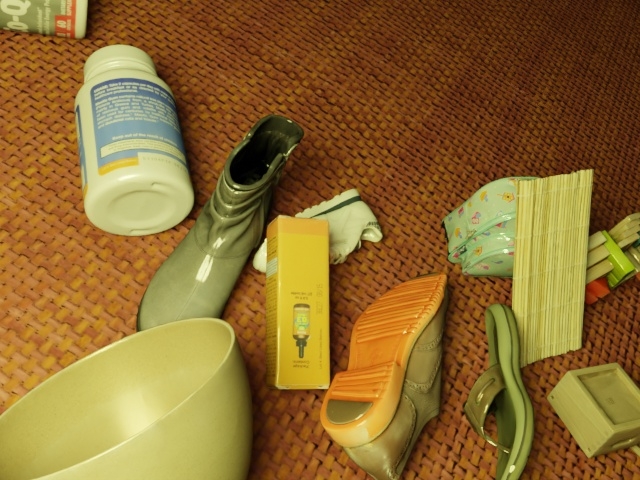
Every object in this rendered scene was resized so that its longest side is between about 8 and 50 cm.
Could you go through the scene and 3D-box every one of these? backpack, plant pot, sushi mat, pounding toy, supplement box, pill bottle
[{"bbox_3d":[0.313,-0.020,1.099,0.166,0.188,0.144,5,55,-20],"label":"backpack"},{"bbox_3d":[-0.186,0.235,0.699,0.284,0.284,0.190,-34,110,-36],"label":"plant pot"},{"bbox_3d":[0.365,0.048,1.035,0.152,0.316,0.019,-12,20,-25],"label":"sushi mat"},{"bbox_3d":[0.449,0.275,1.020,0.141,0.100,0.130,-3,44,-26],"label":"pounding toy"},{"bbox_3d":[-0.033,0.087,0.909,0.078,0.080,0.233,5,75,-19],"label":"supplement box"},{"bbox_3d":[-0.282,-0.156,0.977,0.152,0.152,0.271,-2,58,-23],"label":"pill bottle"},{"bbox_3d":[-0.527,-0.425,1.060,0.283,0.161,0.161,1,57,-21],"label":"pill bottle"}]

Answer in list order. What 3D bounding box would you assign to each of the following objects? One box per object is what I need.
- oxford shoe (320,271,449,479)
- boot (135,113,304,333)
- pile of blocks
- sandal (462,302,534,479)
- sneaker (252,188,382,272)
[{"bbox_3d":[0.117,0.181,0.949,0.132,0.130,0.363,58,41,-19],"label":"oxford shoe"},{"bbox_3d":[-0.139,-0.016,0.891,0.118,0.222,0.338,24,51,-6],"label":"boot"},{"bbox_3d":[0.572,0.030,1.194,0.362,0.149,0.112,-18,65,-31],"label":"pile of blocks"},{"bbox_3d":[0.250,0.228,0.963,0.086,0.120,0.302,4,47,2],"label":"sandal"},{"bbox_3d":[0.000,0.000,1.030,0.235,0.090,0.094,-29,82,-32],"label":"sneaker"}]
